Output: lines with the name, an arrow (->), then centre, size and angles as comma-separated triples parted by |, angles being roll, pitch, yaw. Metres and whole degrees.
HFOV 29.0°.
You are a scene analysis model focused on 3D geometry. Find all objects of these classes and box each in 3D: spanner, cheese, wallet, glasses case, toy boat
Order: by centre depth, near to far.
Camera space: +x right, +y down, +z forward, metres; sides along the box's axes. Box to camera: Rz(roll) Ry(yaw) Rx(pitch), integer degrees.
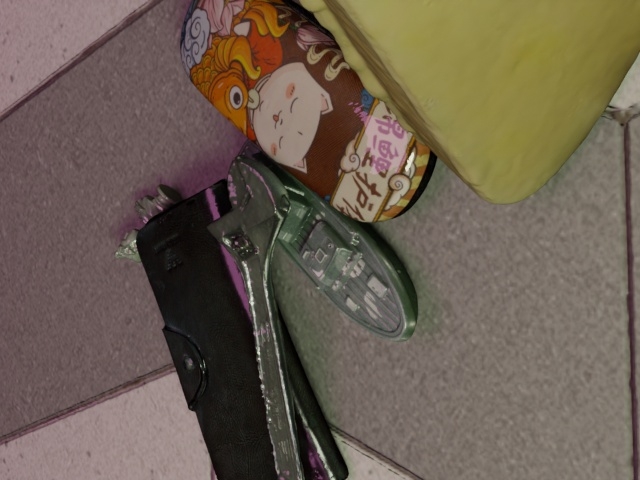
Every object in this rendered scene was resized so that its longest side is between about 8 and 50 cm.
cheese -> 0.119, -0.201, 0.840 | 0.104, 0.384, 0.384 | 48, 123, 34
toy boat -> 0.000, 0.000, 1.143 | 0.260, 0.085, 0.078 | 47, 122, 28
spanner -> -0.048, 0.079, 1.148 | 0.093, 0.026, 0.325 | 0, 107, 35
glasses case -> -0.018, -0.138, 1.149 | 0.321, 0.082, 0.122 | 41, 116, 31
wallet -> -0.092, 0.110, 1.245 | 0.172, 0.045, 0.318 | -24, 85, 45

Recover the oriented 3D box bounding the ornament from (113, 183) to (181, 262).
ornament -> -0.183, -0.017, 1.340 | 0.068, 0.041, 0.092 | 17, 96, 34
